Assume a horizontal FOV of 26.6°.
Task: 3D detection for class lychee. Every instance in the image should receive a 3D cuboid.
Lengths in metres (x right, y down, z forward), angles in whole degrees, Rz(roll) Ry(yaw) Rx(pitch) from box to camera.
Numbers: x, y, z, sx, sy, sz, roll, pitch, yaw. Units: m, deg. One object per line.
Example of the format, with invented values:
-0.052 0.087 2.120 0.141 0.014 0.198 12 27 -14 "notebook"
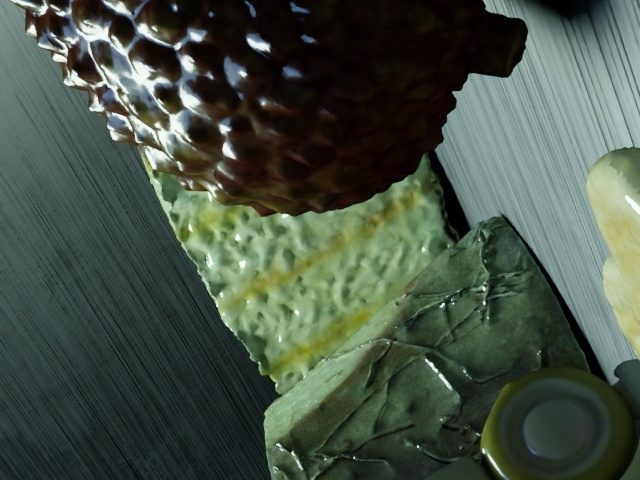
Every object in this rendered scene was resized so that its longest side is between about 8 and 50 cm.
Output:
-0.030 -0.133 0.669 0.271 0.236 0.236 25 175 2 "lychee"

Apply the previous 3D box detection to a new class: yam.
0.083 0.150 1.081 0.201 0.271 0.202 60 -179 26 "yam"

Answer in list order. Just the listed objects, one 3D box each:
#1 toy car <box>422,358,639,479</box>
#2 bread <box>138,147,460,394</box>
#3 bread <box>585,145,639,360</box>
0.115 0.250 0.801 0.226 0.336 0.242 57 175 34 "toy car"
0.004 -0.007 1.325 0.395 0.239 0.264 60 180 -24 "bread"
0.206 0.092 0.543 0.316 0.054 0.316 61 178 4 "bread"
